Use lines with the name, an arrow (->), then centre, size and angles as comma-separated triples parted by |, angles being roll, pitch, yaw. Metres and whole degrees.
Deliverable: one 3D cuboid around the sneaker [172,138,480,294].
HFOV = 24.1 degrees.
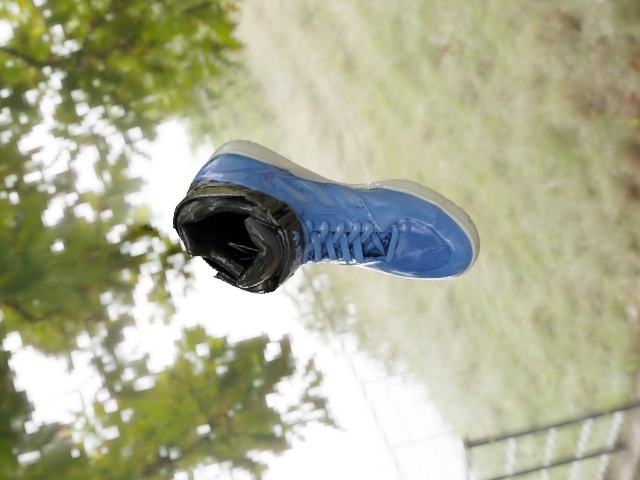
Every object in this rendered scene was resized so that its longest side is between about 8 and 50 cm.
sneaker -> 0.000, 0.001, 0.756 | 0.085, 0.152, 0.058 | -57, -16, -53
